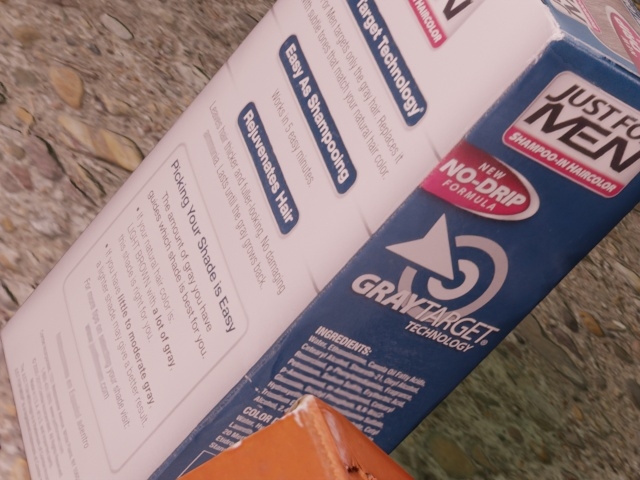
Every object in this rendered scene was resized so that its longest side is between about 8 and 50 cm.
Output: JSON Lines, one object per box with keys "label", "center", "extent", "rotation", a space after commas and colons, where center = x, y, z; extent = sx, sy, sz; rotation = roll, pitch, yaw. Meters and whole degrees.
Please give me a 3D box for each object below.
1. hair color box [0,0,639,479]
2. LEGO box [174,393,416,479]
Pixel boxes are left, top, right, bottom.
{"label": "hair color box", "center": [0.000, 0.000, 0.899], "extent": [0.105, 0.347, 0.174], "rotation": [24, 29, -36]}
{"label": "LEGO box", "center": [0.081, 0.341, 0.453], "extent": [0.372, 0.193, 0.500], "rotation": [45, 17, -52]}
